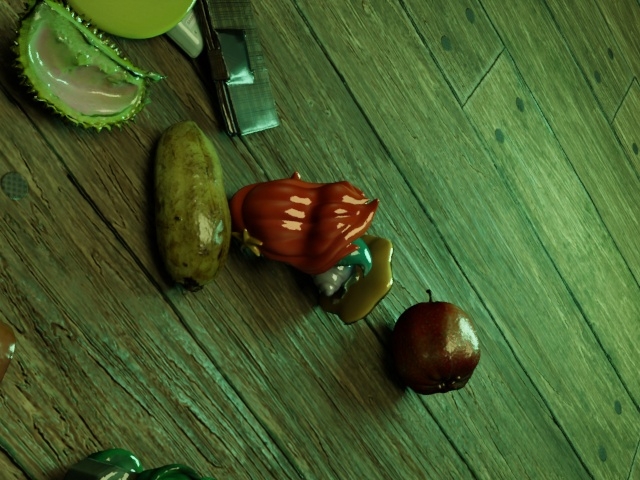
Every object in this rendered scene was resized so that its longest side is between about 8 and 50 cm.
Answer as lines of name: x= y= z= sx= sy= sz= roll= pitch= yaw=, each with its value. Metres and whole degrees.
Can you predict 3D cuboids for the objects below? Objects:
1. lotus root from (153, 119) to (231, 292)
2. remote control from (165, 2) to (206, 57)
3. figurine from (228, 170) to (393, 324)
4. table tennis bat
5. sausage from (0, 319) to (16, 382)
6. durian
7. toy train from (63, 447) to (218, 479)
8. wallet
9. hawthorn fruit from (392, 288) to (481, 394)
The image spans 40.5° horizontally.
lotus root: x=-0.188 y=-0.054 z=1.252 sx=0.110 sy=0.097 sz=0.258 roll=5 pitch=70 yaw=-42
remote control: x=-0.269 y=-0.412 z=1.316 sx=0.293 sy=0.051 sz=0.103 roll=44 pitch=49 yaw=-29
figurine: x=-0.001 y=-0.007 z=1.352 sx=0.257 sy=0.208 sz=0.181 roll=39 pitch=85 yaw=-39
table tennis bat: x=-0.329 y=-0.417 z=1.218 sx=0.369 sy=0.054 sz=0.224 roll=10 pitch=96 yaw=-36
sausage: x=-0.457 y=0.082 z=0.915 sx=0.259 sy=0.114 sz=0.113 roll=38 pitch=52 yaw=-33
durian: x=-0.327 y=-0.230 z=1.167 sx=0.221 sy=0.095 sz=0.137 roll=32 pitch=92 yaw=-38
toy train: x=-0.187 y=0.404 z=1.054 sx=0.429 sy=0.178 sz=0.249 roll=30 pitch=68 yaw=-37
wallet: x=-0.131 y=-0.286 z=1.395 sx=0.124 sy=0.042 sz=0.230 roll=-28 pitch=110 yaw=-56
hawthorn fruit: x=0.202 y=0.172 z=1.545 sx=0.157 sy=0.157 sz=0.194 roll=21 pitch=52 yaw=-40
